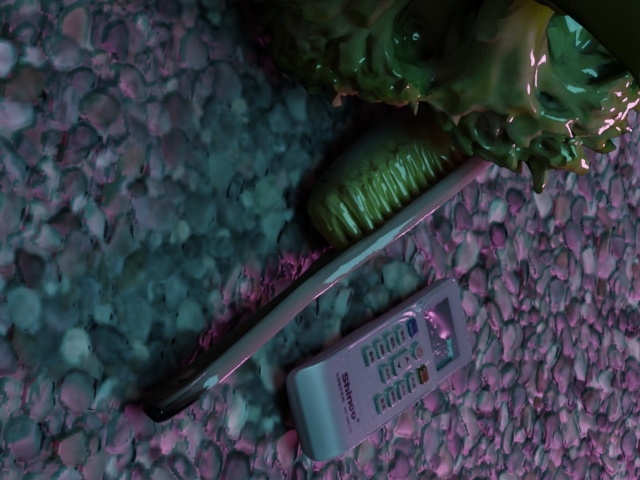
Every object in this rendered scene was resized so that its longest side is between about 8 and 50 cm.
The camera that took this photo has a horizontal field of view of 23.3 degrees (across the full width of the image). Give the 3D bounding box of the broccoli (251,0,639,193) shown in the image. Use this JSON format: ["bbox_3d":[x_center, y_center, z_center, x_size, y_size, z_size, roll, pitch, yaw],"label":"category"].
[{"bbox_3d":[0.117,-0.146,0.795,0.353,0.397,0.275,-5,116,-51],"label":"broccoli"}]

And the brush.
[{"bbox_3d":[-0.002,-0.001,0.896,0.313,0.072,0.067,-39,94,-36],"label":"brush"}]

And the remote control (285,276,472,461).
[{"bbox_3d":[0.038,0.076,0.951,0.162,0.029,0.061,-28,111,-48],"label":"remote control"}]
